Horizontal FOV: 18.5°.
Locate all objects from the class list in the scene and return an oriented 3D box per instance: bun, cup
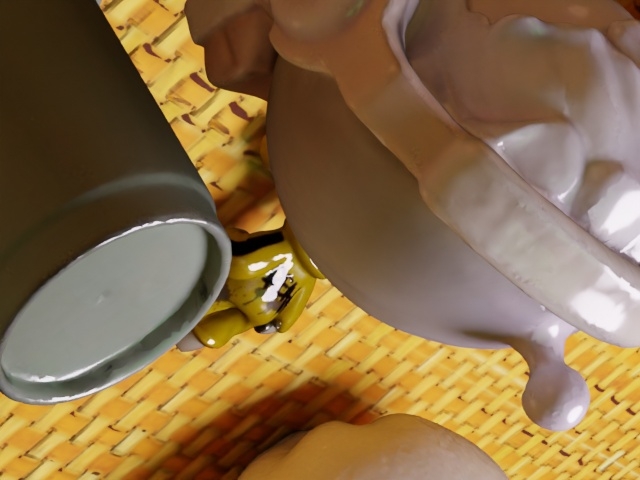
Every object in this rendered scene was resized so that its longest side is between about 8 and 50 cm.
[{"bbox_3d":[0.012,0.151,0.963,0.173,0.120,0.173,-23,140,-20],"label":"bun"},{"bbox_3d":[-0.095,-0.029,0.572,0.120,0.141,0.120,-26,149,-18],"label":"cup"}]

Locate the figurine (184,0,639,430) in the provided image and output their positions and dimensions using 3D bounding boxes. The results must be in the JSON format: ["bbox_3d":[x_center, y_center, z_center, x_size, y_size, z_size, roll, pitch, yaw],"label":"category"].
[{"bbox_3d":[0.040,-0.062,0.574,0.141,0.237,0.162,-37,148,20],"label":"figurine"}]

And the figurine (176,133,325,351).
[{"bbox_3d":[-0.003,-0.002,0.786,0.143,0.068,0.101,-12,140,-6],"label":"figurine"}]
